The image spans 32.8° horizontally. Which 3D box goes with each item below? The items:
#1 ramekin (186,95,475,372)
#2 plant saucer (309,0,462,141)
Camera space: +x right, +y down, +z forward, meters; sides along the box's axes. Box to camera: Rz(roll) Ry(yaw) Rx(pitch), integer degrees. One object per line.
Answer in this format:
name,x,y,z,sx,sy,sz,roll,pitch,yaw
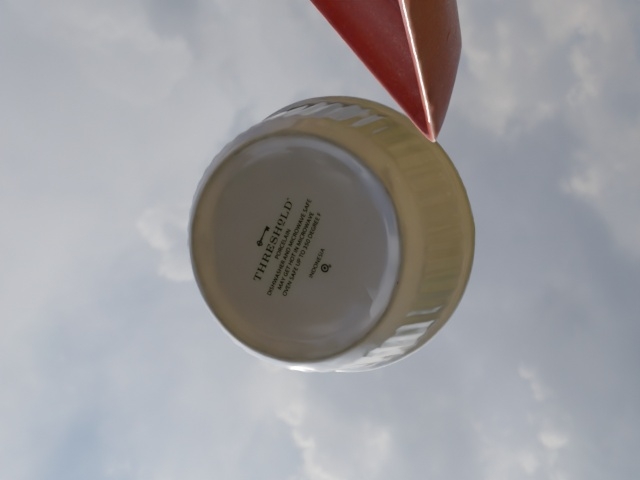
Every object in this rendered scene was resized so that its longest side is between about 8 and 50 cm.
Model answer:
ramekin,0.000,0.000,1.015,0.273,0.273,0.127,67,-157,3
plant saucer,-0.013,-0.202,0.544,0.259,0.048,0.258,52,177,22
